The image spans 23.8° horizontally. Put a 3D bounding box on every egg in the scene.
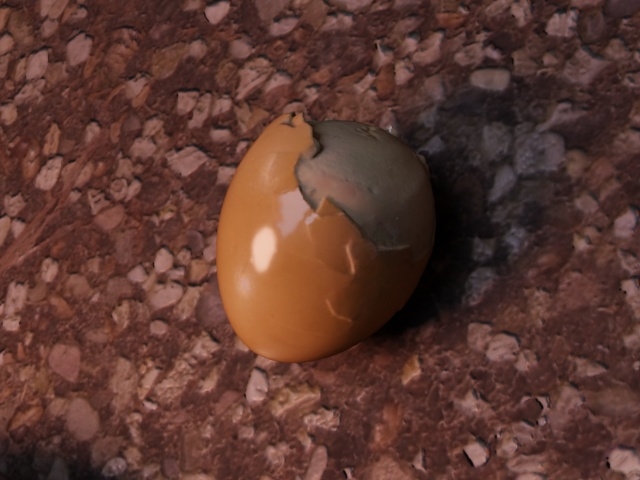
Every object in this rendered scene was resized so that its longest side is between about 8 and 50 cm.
[{"bbox_3d":[0.000,0.000,1.417,0.201,0.201,0.244,35,103,37],"label":"egg"}]

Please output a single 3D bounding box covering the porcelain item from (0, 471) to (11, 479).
[{"bbox_3d":[-0.374,0.319,1.528,0.405,0.242,0.178,10,60,38],"label":"porcelain item"}]
